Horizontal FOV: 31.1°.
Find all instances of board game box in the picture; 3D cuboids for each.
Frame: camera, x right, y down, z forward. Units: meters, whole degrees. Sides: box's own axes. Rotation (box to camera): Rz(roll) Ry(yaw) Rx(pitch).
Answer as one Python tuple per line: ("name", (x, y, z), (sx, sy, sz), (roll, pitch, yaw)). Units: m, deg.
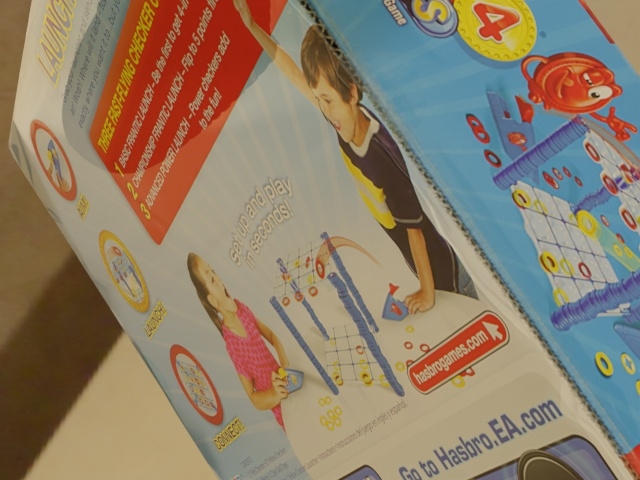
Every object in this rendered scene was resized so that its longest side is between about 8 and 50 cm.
("board game box", (0.000, 0.000, 0.455), (0.086, 0.308, 0.302), (-29, 81, -27))
